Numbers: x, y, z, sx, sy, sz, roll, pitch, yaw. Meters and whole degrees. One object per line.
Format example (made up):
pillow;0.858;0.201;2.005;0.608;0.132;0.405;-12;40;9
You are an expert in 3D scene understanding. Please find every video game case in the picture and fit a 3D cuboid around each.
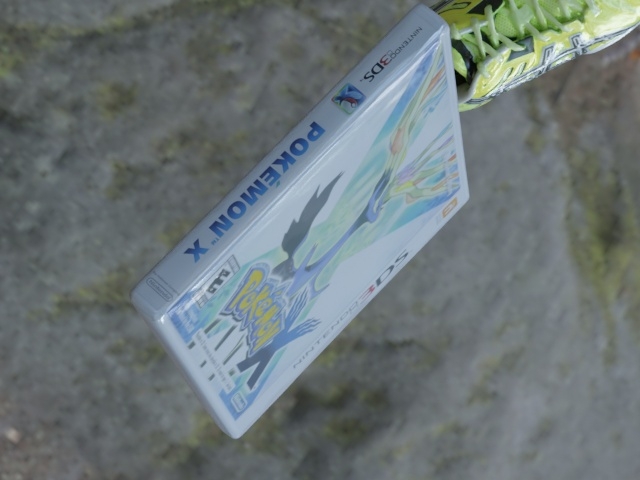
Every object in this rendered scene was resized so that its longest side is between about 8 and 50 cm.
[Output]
video game case;0.000;0.000;1.379;0.300;0.036;0.329;-46;160;-10

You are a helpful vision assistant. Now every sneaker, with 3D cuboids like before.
sneaker;0.205;-0.215;1.774;0.384;0.145;0.147;-34;-173;37
